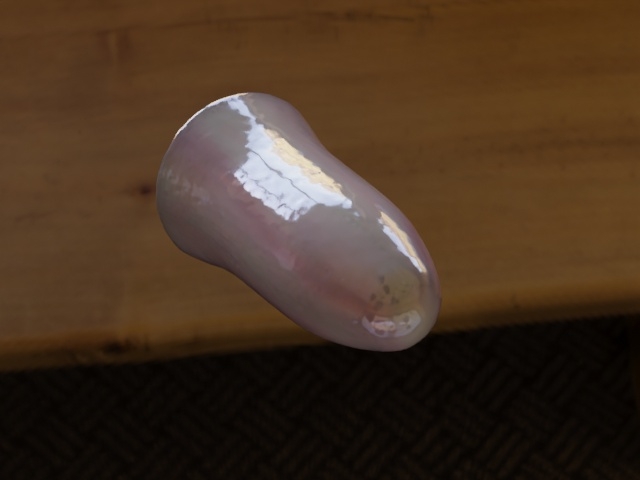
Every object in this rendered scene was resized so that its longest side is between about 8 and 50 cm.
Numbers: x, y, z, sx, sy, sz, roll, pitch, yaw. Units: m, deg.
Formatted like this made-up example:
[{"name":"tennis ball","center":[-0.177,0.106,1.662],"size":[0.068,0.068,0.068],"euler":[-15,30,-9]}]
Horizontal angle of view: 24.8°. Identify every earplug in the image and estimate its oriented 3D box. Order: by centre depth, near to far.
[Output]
[{"name":"earplug","center":[0.000,0.000,1.263],"size":[0.172,0.172,0.301],"euler":[-35,39,-16]}]
